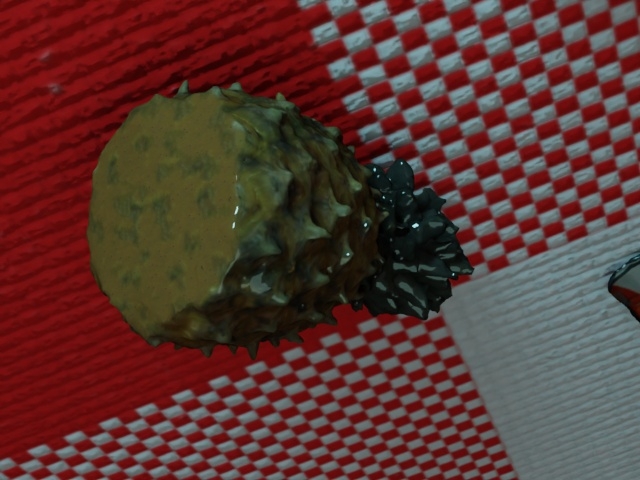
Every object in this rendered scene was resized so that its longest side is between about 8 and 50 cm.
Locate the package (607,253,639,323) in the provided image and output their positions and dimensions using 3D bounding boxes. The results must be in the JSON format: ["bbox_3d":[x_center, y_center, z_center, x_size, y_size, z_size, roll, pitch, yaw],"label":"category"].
[{"bbox_3d":[0.356,0.015,0.992,0.232,0.040,0.166,-26,138,25],"label":"package"}]

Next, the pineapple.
[{"bbox_3d":[0.000,0.000,0.767,0.278,0.158,0.158,10,136,-48],"label":"pineapple"}]
